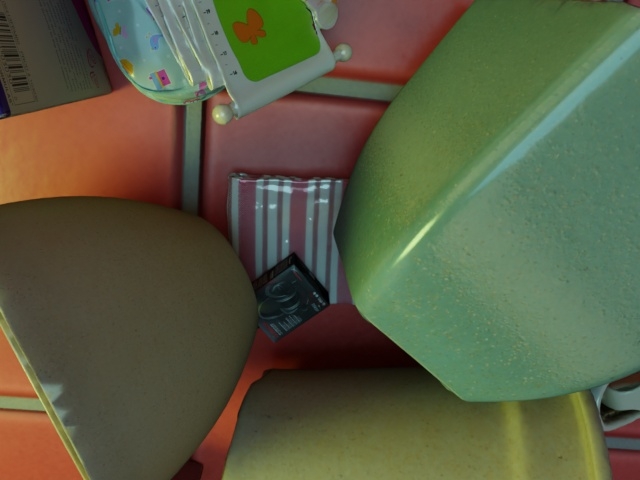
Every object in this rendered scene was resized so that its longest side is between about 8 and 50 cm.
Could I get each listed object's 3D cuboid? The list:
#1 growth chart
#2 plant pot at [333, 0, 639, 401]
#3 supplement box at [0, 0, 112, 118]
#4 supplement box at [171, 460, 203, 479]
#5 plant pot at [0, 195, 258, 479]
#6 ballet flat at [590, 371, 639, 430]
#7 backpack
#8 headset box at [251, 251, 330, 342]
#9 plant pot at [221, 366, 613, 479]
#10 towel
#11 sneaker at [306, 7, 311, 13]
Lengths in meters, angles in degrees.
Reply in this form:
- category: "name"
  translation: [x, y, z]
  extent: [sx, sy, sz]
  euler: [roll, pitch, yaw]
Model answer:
- category: "growth chart"
  translation: [-0.072, -0.213, 0.421]
  extent: [0.172, 0.021, 0.237]
  euler: [-44, 120, -23]
- category: "plant pot"
  translation: [0.151, -0.017, 0.466]
  extent: [0.252, 0.248, 0.247]
  euler: [-42, 113, 13]
- category: "supplement box"
  translation: [-0.261, -0.150, 0.428]
  extent: [0.114, 0.220, 0.111]
  euler: [-11, 108, 3]
- category: "supplement box"
  translation: [-0.232, 0.351, 0.674]
  extent: [0.104, 0.081, 0.188]
  euler: [25, 106, -10]
- category: "plant pot"
  translation: [-0.171, 0.075, 0.509]
  extent: [0.191, 0.284, 0.284]
  euler: [-28, 112, -32]
- category: "ballet flat"
  translation: [0.443, 0.110, 0.594]
  extent: [0.400, 0.139, 0.139]
  euler: [-21, 109, 5]
- category: "backpack"
  translation: [-0.134, -0.208, 0.469]
  extent: [0.152, 0.115, 0.182]
  euler: [-12, 112, -2]
- category: "headset box"
  translation: [-0.042, 0.063, 0.584]
  extent: [0.083, 0.032, 0.062]
  euler: [-35, 109, 10]
- category: "plant pot"
  translation: [0.073, 0.256, 0.555]
  extent: [0.305, 0.334, 0.334]
  euler: [5, 109, 8]
- category: "towel"
  translation: [0.000, 0.000, 0.593]
  extent: [0.197, 0.029, 0.144]
  euler: [2, 112, -3]
- category: "sneaker"
  translation: [-0.035, -0.203, 0.519]
  extent: [0.043, 0.040, 0.109]
  euler: [26, 103, 6]
